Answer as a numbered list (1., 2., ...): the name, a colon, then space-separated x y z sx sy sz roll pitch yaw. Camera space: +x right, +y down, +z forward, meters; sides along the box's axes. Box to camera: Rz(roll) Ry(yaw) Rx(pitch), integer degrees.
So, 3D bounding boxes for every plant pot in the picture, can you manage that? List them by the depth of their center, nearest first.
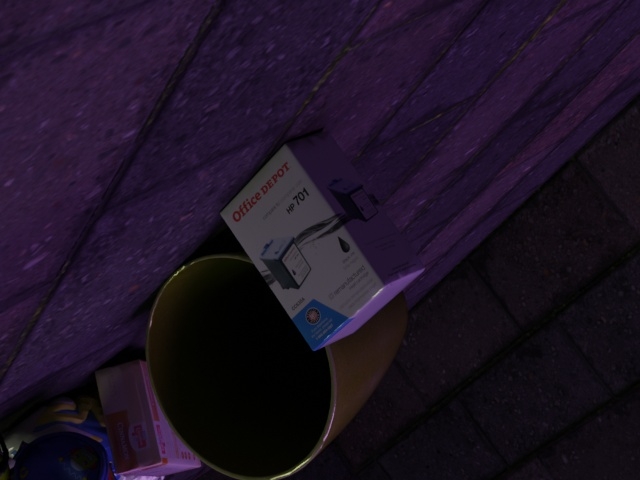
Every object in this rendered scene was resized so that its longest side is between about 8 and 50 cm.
1. plant pot: -0.020 0.122 1.781 0.275 0.275 0.293 -43 167 33

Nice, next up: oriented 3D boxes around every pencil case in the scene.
1. pencil case: -0.313 0.363 1.863 0.133 0.119 0.306 -31 148 -15

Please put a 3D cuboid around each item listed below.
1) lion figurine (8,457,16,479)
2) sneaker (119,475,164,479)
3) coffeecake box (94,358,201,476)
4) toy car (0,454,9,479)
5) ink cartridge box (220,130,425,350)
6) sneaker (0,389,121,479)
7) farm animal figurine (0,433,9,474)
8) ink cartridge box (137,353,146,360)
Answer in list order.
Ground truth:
1. lion figurine: -0.469 0.390 2.016 0.240 0.142 0.392 -30 157 6
2. sneaker: -0.384 0.428 2.523 0.292 0.110 0.118 -35 161 -13
3. coffeecake box: -0.233 0.246 1.955 0.068 0.142 0.185 -16 167 8
4. toy car: -0.476 0.315 1.687 0.188 0.149 0.155 -8 166 2
5. ink cartridge box: 0.000 0.000 1.547 0.082 0.191 0.139 -23 163 -50
6. sneaker: -0.320 0.274 1.911 0.091 0.126 0.240 -40 170 25
7. farm animal figurine: -0.429 0.255 1.302 0.326 0.172 0.330 -34 170 -15
8. ink cartridge box: -0.096 0.086 2.010 0.332 0.065 0.165 -40 170 24
